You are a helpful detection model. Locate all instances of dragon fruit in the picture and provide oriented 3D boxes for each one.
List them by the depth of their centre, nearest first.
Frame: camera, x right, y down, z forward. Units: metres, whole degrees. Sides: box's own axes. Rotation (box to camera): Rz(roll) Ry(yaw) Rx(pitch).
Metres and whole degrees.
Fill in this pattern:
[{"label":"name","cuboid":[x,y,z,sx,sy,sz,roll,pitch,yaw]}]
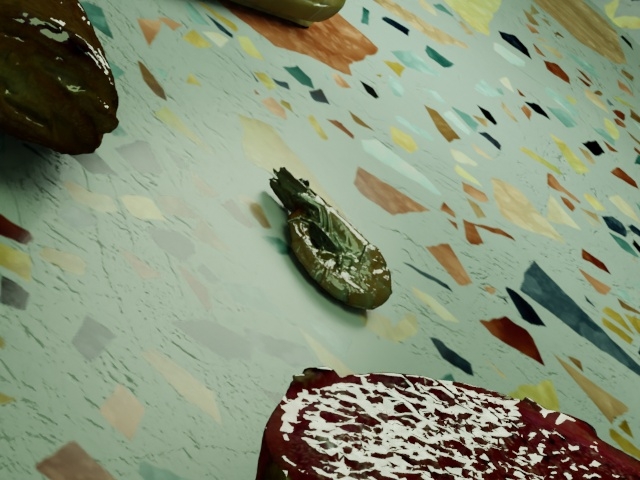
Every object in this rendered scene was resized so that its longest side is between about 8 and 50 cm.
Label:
[{"label":"dragon fruit","cuboid":[0.103,0.256,1.063,0.371,0.249,0.386,26,19,8]}]

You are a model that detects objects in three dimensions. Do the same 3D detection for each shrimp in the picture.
[{"label":"shrimp","cuboid":[0.000,0.000,1.599,0.099,0.041,0.180,-13,56,-43]}]

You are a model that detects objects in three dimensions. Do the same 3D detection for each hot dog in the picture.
[{"label":"hot dog","cuboid":[-0.261,-0.166,1.404,0.196,0.122,0.272,27,12,-27]}]

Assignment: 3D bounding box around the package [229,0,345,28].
[{"label":"package","cuboid":[-0.082,-0.360,1.933,0.311,0.221,0.165,12,57,-45]}]
